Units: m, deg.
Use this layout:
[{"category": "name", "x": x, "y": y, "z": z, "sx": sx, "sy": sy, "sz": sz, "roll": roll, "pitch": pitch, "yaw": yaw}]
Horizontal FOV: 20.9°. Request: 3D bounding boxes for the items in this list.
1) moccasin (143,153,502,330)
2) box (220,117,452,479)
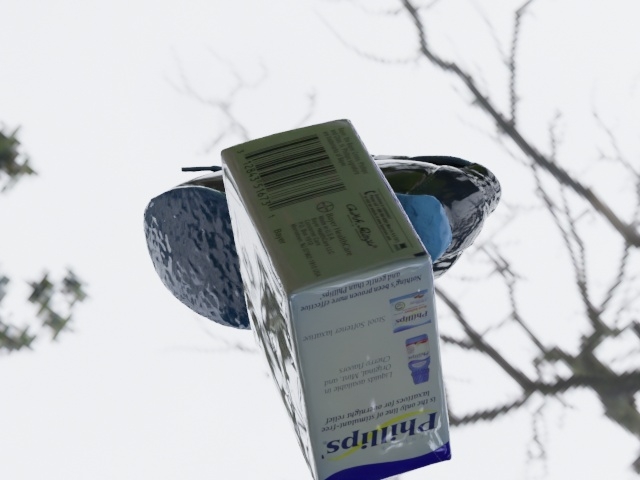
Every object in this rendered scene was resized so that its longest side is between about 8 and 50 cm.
[{"category": "moccasin", "x": 0.000, "y": 0.000, "z": 1.297, "sx": 0.117, "sy": 0.137, "sz": 0.342, "roll": -27, "pitch": -161, "yaw": -37}, {"category": "box", "x": 0.008, "y": 0.032, "z": 0.864, "sx": 0.072, "sy": 0.137, "sz": 0.126, "roll": -15, "pitch": -141, "yaw": -9}]
